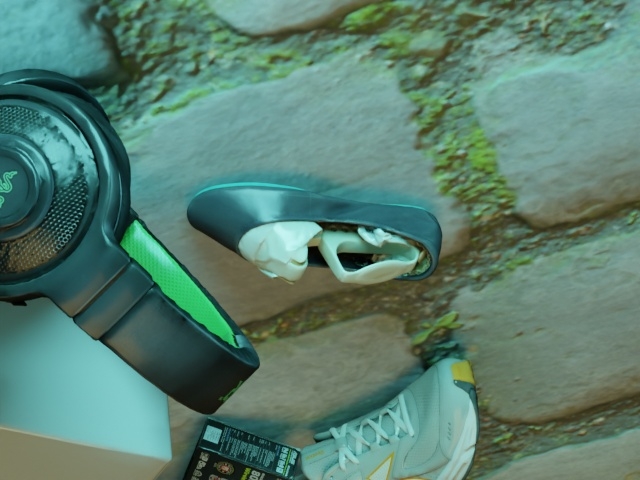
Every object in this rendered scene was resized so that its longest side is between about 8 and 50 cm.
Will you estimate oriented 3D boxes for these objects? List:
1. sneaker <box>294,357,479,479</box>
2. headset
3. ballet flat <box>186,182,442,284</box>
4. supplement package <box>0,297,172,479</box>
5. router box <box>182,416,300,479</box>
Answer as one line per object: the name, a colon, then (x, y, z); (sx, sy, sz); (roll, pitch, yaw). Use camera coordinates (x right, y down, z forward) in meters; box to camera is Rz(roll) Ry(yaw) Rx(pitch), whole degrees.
sneaker: (0.051, 0.194, 1.423); (0.121, 0.099, 0.262); (13, 134, -18)
headset: (-0.211, -0.021, 1.016); (0.185, 0.243, 0.394); (-44, 103, 1)
ballet flat: (0.000, 0.000, 1.200); (0.203, 0.074, 0.074); (6, 138, -17)
supplement package: (-0.282, 0.114, 1.197); (0.293, 0.177, 0.175); (16, 134, -26)
router box: (-0.079, 0.225, 1.453); (0.092, 0.038, 0.122); (19, 135, -4)
